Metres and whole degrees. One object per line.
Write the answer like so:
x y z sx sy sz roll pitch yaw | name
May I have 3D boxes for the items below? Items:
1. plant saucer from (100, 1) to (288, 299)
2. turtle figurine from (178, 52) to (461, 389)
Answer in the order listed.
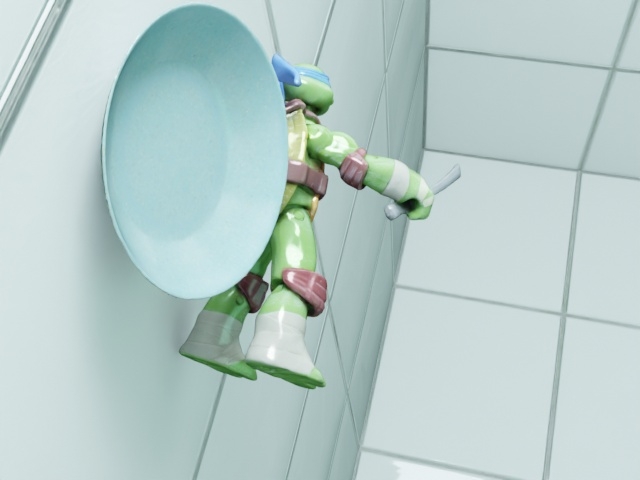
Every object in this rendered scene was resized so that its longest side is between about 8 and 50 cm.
-0.088 -0.059 0.565 0.195 0.037 0.195 -18 111 -58 | plant saucer
0.000 0.000 0.747 0.274 0.198 0.266 63 41 -67 | turtle figurine
